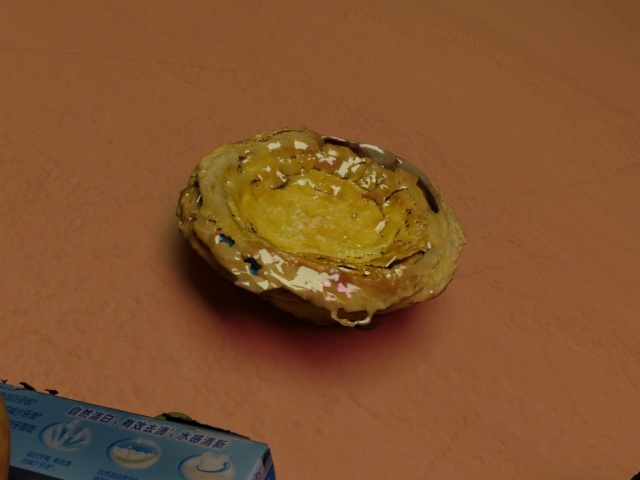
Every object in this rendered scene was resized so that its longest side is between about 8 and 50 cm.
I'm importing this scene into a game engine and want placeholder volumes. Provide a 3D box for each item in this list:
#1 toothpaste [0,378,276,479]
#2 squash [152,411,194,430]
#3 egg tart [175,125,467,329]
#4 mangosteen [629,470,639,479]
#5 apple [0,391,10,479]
[{"bbox_3d":[-0.165,0.138,0.524,0.272,0.053,0.066,8,37,17],"label":"toothpaste"},{"bbox_3d":[-0.147,0.179,0.553,0.052,0.052,0.183,32,42,15],"label":"squash"},{"bbox_3d":[0.000,0.000,0.782,0.290,0.107,0.291,10,36,-8],"label":"egg tart"},{"bbox_3d":[0.298,0.250,0.503,0.288,0.288,0.288,12,40,-10],"label":"mangosteen"},{"bbox_3d":[-0.284,0.123,0.407,0.194,0.261,0.261,15,29,-54],"label":"apple"}]
